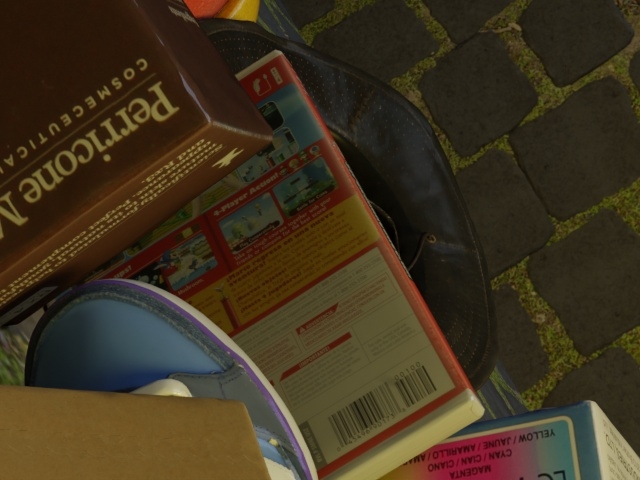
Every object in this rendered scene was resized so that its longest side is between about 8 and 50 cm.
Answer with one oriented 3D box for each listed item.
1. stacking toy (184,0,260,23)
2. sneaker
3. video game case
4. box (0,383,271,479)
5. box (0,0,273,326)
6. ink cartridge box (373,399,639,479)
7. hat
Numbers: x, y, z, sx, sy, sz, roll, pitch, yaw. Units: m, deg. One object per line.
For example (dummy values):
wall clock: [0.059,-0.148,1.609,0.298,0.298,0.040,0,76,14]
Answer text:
stacking toy: [-0.163,-0.217,1.141,0.480,0.350,0.351,73,-8,-51]
sneaker: [-0.073,0.141,0.614,0.323,0.130,0.236,64,7,17]
video game case: [-0.054,0.038,0.844,0.025,0.204,0.285,50,10,-54]
box: [-0.105,0.112,0.525,0.201,0.021,0.164,7,33,-23]
box: [-0.215,-0.157,0.765,0.381,0.191,0.143,55,9,5]
ink cartridge box: [0.141,0.321,0.774,0.270,0.151,0.395,46,33,-52]
hat: [-0.018,0.002,1.058,0.331,0.134,0.331,27,40,-25]
